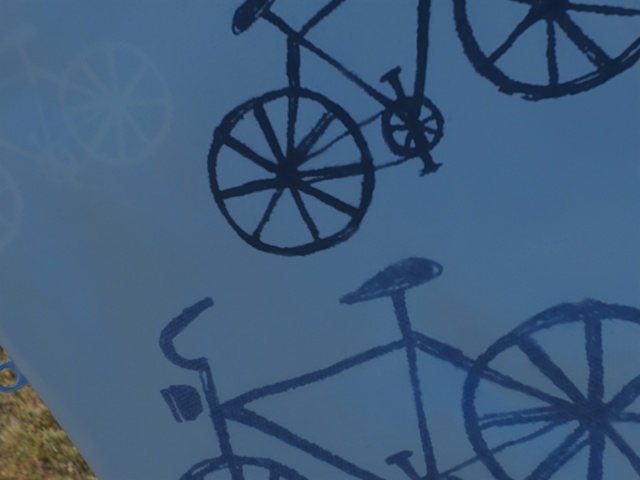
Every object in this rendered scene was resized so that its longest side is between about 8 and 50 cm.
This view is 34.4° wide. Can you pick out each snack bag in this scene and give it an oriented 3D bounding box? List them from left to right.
[{"bbox_3d":[0.000,0.000,0.384,0.323,0.037,0.342,-30,98,27],"label":"snack bag"}]
